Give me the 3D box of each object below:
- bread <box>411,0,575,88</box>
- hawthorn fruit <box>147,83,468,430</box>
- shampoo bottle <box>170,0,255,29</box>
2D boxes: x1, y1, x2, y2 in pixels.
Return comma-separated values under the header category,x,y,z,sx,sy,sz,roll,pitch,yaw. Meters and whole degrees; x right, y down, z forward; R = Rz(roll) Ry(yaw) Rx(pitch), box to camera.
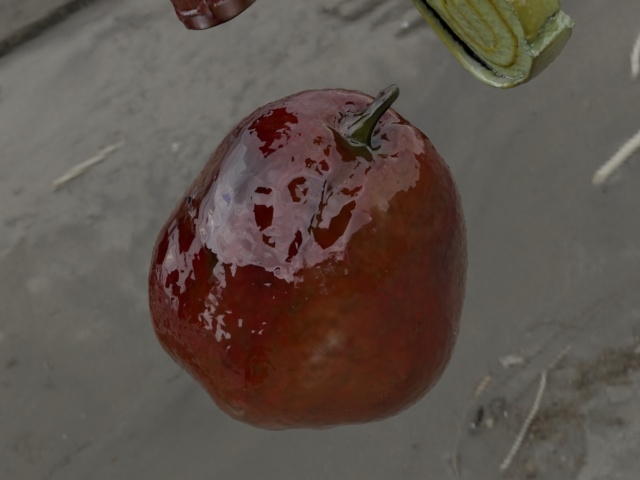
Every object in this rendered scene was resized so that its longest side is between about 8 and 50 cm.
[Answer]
category,x,y,z,sx,sy,sz,roll,pitch,yaw
bread,0.136,-0.199,1.007,0.064,0.156,0.117,-48,21,-21
hawthorn fruit,0.000,0.000,0.824,0.224,0.261,0.224,6,37,-5
shampoo bottle,-0.121,-0.252,0.746,0.064,0.260,0.102,-5,38,37
